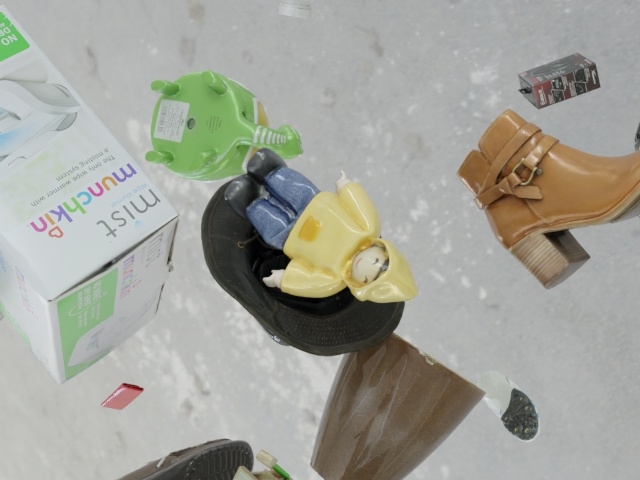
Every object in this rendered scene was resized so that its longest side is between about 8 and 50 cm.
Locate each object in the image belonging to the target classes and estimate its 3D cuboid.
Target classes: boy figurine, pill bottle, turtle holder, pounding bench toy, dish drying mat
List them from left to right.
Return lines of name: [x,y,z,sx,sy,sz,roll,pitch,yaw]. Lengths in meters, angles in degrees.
dish drying mat: [-0.266,0.210,1.100,0.083,0.032,0.008,-41,41,46]
turtle holder: [-0.206,-0.250,1.785,0.320,0.227,0.243,-21,74,29]
pounding bench toy: [-0.051,0.258,0.856,0.052,0.065,0.083,31,100,39]
pill bottle: [-0.041,-0.526,1.620,0.087,0.087,0.160,23,113,39]
boy figurine: [0.000,0.000,1.042,0.285,0.177,0.092,39,178,34]

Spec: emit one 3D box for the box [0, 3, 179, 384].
box: [-0.247,-0.024,0.717,0.231,0.127,0.262,50,154,7]

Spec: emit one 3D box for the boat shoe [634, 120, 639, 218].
boat shoe: [0.570,-0.161,1.320,0.127,0.340,0.113,18,162,6]

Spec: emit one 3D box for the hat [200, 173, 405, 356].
hat: [-0.043,0.058,1.183,0.331,0.331,0.134,47,131,20]

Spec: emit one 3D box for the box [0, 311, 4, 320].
box: [-0.568,0.082,1.169,0.087,0.290,0.169,50,117,11]

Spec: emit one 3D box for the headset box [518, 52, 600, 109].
headset box: [0.272,-0.185,0.953,0.062,0.083,0.032,-96,-13,-66]

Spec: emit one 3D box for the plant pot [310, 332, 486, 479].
plant pot: [0.091,0.262,1.208,0.215,0.230,0.215,33,176,3]

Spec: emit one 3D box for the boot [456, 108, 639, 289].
boot: [0.327,-0.099,1.091,0.220,0.109,0.283,56,131,22]

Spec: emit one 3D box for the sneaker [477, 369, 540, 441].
sneaker: [0.420,0.363,1.782,0.086,0.085,0.237,42,-174,-23]

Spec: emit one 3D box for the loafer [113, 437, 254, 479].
loafer: [-0.308,0.493,1.717,0.130,0.366,0.134,13,108,51]
